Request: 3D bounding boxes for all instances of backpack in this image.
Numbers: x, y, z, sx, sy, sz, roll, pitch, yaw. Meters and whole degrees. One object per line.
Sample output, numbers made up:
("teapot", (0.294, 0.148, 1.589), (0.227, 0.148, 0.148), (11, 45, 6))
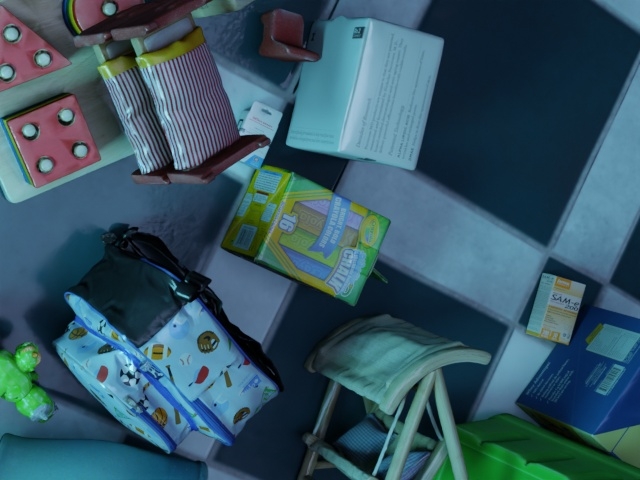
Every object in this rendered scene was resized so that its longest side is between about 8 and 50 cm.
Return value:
("backpack", (-0.187, 0.146, 1.600), (0.263, 0.276, 0.213), (42, 84, -30))

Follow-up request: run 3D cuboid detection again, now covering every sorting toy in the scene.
("sorting toy", (-0.310, -0.208, 1.579), (0.257, 0.089, 0.255), (-25, 107, -19))

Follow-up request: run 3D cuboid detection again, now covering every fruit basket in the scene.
("fruit basket", (0.357, 0.436, 1.842), (0.392, 0.392, 0.283), (22, 88, -25))

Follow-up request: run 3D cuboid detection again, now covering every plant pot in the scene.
("plant pot", (-0.307, 0.362, 1.578), (0.255, 0.271, 0.271), (22, 88, -10))

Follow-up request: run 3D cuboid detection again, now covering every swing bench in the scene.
("swing bench", (0.091, 0.244, 1.734), (0.165, 0.253, 0.254), (0, 97, -25))

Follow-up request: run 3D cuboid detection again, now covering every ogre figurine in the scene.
("ogre figurine", (-0.394, 0.163, 1.575), (0.097, 0.118, 0.197), (-26, 107, -20))

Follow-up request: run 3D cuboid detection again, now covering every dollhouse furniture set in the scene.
("dollhouse furniture set", (-0.100, -0.240, 1.575), (0.374, 0.152, 0.201), (-39, 118, -37))

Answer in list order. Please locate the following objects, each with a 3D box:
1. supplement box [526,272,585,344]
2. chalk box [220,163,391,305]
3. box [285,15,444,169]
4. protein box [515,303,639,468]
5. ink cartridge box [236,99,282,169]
("supplement box", (0.363, 0.106, 1.959), (0.062, 0.036, 0.098), (15, 90, -26))
("chalk box", (0.000, 0.000, 1.727), (0.213, 0.132, 0.132), (25, 87, -26))
("box", (0.056, -0.197, 1.698), (0.119, 0.181, 0.182), (12, 92, -25))
("protein box", (0.445, 0.227, 1.922), (0.136, 0.201, 0.200), (41, 79, -23))
("ink cartridge box", (-0.091, -0.144, 1.722), (0.048, 0.028, 0.083), (25, 87, -25))
